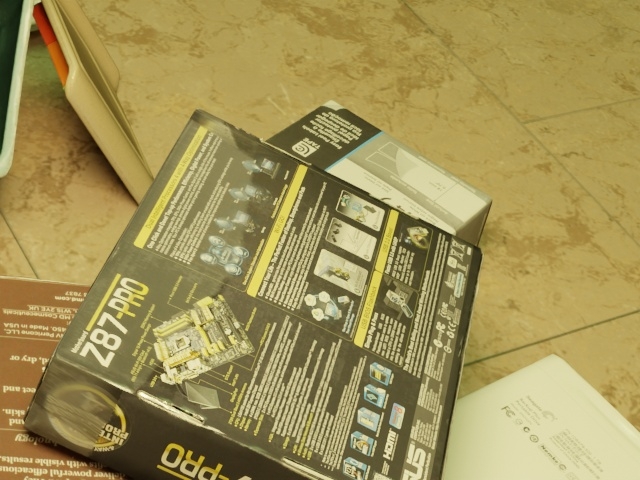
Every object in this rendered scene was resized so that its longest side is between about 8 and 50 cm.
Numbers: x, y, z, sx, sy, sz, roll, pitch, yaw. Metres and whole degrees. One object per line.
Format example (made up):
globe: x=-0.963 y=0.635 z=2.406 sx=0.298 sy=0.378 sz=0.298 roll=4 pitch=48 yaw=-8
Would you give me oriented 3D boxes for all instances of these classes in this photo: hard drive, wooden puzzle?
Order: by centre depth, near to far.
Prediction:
hard drive: x=0.178 y=0.254 z=1.316 sx=0.353 sy=0.047 sz=0.233 roll=-20 pitch=51 yaw=-34
wooden puzzle: x=-0.264 y=-0.177 z=1.556 sx=0.044 sy=0.221 sz=0.239 roll=-25 pitch=49 yaw=3

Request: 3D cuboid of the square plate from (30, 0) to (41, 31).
square plate: x=-0.545 y=-0.330 z=1.747 sx=0.347 sy=0.049 sz=0.344 roll=-23 pitch=53 yaw=-36

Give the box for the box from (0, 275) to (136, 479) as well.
box: x=-0.228 y=0.226 z=1.104 sx=0.143 sy=0.191 sz=0.381 roll=7 pitch=41 yaw=-16

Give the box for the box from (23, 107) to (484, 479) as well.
box: x=-0.033 y=0.074 z=1.175 sx=0.318 sy=0.097 sz=0.395 roll=27 pitch=35 yaw=-6

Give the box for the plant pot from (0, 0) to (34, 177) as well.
plant pot: x=-0.434 y=-0.200 z=1.469 sx=0.247 sy=0.248 sz=0.252 roll=8 pitch=-1 yaw=-9

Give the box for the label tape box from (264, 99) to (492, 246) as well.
label tape box: x=0.000 y=0.000 z=1.501 sx=0.240 sy=0.106 sz=0.333 roll=33 pitch=43 yaw=20
